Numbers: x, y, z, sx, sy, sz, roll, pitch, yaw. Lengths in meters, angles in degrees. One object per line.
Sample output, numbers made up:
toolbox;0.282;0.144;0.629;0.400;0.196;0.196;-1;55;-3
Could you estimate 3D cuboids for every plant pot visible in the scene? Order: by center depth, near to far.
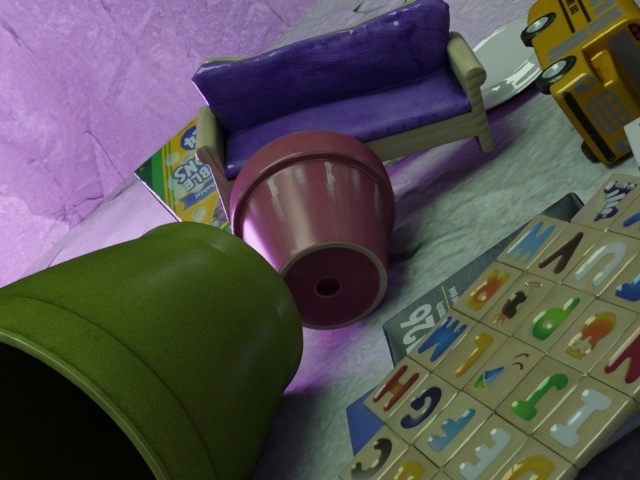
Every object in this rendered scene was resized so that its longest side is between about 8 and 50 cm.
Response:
plant pot;-0.196;0.158;1.146;0.367;0.366;0.353;-27;10;36
plant pot;0.000;0.000;1.322;0.201;0.201;0.180;-36;34;15

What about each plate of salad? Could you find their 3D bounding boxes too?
plate of salad;0.258;-0.240;1.555;0.200;0.048;0.199;-33;30;21

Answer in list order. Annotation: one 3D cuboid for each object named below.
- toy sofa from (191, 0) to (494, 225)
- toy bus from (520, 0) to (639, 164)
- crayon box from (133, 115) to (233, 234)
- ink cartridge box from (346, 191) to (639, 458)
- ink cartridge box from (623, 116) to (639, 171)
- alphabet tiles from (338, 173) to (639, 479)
toy sofa;0.022;-0.167;1.421;0.363;0.177;0.150;-16;28;3
toy bus;0.314;-0.208;1.277;0.130;0.108;0.332;-33;19;18
crayon box;-0.103;-0.071;1.605;0.203;0.083;0.323;-43;48;-6
ink cartridge box;0.137;0.113;0.953;0.307;0.072;0.303;-35;20;10
ink cartridge box;0.341;-0.066;0.932;0.140;0.082;0.190;-34;22;21
alphabet tiles;0.157;0.081;0.851;0.342;0.011;0.285;-47;19;-5
